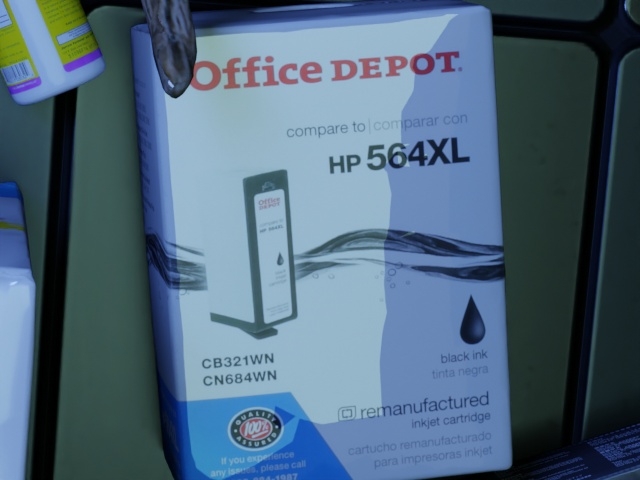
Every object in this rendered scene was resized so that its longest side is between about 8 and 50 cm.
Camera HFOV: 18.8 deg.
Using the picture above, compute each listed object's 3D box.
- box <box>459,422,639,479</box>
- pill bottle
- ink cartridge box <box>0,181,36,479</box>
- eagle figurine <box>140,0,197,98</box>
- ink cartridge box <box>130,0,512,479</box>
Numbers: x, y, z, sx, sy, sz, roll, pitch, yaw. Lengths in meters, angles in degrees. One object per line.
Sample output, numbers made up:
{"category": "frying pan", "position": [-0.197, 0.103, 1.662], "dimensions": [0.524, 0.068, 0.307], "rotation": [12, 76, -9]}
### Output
{"category": "box", "position": [0.084, 0.222, 0.905], "dimensions": [0.270, 0.060, 0.216], "rotation": [-17, 100, -8]}
{"category": "pill bottle", "position": [-0.127, -0.103, 0.827], "dimensions": [0.043, 0.043, 0.083], "rotation": [-23, 101, -6]}
{"category": "ink cartridge box", "position": [-0.199, 0.071, 0.743], "dimensions": [0.168, 0.232, 0.171], "rotation": [3, 97, -11]}
{"category": "eagle figurine", "position": [0.051, -0.201, 0.776], "dimensions": [0.298, 0.225, 0.226], "rotation": [-20, 87, 4]}
{"category": "ink cartridge box", "position": [0.000, 0.000, 0.843], "dimensions": [0.148, 0.086, 0.203], "rotation": [-6, 100, -9]}
